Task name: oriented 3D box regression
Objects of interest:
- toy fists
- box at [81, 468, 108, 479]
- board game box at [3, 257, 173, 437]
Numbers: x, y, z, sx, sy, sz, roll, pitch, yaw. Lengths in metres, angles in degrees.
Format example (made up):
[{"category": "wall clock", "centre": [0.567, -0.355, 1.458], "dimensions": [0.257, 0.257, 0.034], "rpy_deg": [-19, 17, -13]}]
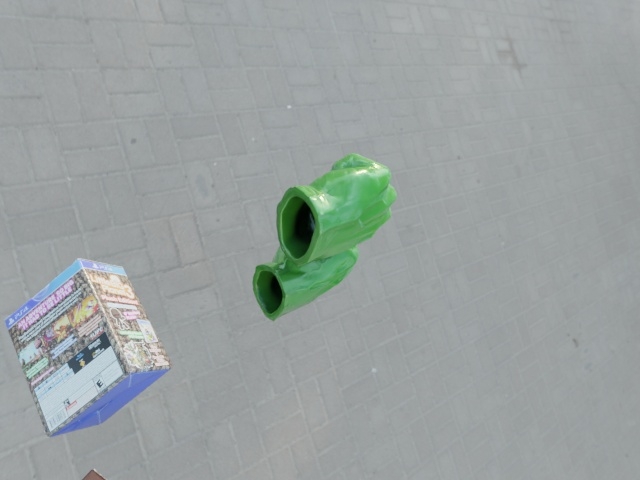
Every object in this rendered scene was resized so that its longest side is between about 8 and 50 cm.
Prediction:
[{"category": "toy fists", "centre": [0.000, 0.000, 0.564], "dimensions": [0.142, 0.279, 0.096], "rpy_deg": [-20, 64, -33]}, {"category": "box", "centre": [-0.392, 0.656, 0.863], "dimensions": [0.143, 0.191, 0.382], "rpy_deg": [-45, 143, -43]}, {"category": "board game box", "centre": [-0.516, 0.231, 0.943], "dimensions": [0.232, 0.141, 0.291], "rpy_deg": [-37, 71, 6]}]
